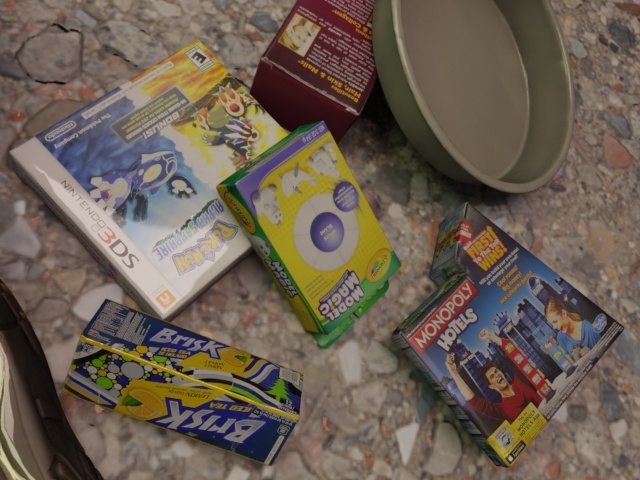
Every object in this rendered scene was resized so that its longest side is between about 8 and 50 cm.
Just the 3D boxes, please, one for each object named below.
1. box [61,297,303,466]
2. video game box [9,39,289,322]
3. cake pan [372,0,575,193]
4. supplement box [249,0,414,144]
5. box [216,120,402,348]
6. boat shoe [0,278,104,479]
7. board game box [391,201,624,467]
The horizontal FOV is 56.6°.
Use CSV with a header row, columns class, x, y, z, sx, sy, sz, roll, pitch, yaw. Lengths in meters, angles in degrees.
class,x,y,z,sx,sy,sz,roll,pitch,yaw
box,-0.101,0.109,0.457,0.169,0.059,0.054,23,26,-9
video game box,-0.125,-0.057,0.529,0.187,0.048,0.205,47,63,0
cake pan,0.163,-0.188,0.619,0.293,0.054,0.293,8,77,-37
supplement box,0.014,-0.200,0.609,0.104,0.081,0.188,29,64,-7
box,0.000,0.000,0.521,0.105,0.043,0.179,-41,114,-26
boat shoe,-0.214,0.179,0.379,0.130,0.132,0.355,-27,72,-15
board game box,0.158,0.072,0.566,0.194,0.060,0.194,-36,83,-26
